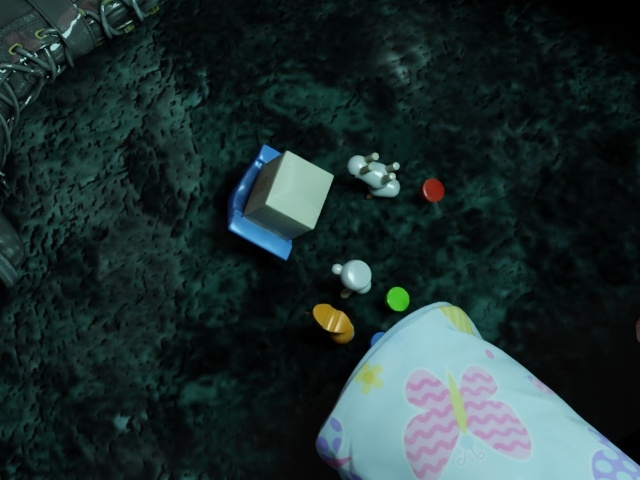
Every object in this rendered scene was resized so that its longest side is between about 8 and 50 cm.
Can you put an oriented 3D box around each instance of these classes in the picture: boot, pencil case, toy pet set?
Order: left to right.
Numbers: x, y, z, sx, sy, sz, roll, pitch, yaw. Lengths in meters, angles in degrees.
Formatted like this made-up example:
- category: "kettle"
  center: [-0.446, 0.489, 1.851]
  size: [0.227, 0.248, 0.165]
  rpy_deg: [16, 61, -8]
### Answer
- category: "boot"
  center: [-0.195, -0.115, 0.971]
  size: [0.229, 0.091, 0.263]
  rpy_deg: [-35, 61, -11]
- category: "toy pet set"
  center: [0.000, 0.000, 0.917]
  size: [0.114, 0.065, 0.122]
  rpy_deg: [28, 67, -18]
- category: "pencil case"
  center: [0.128, 0.149, 0.779]
  size: [0.273, 0.113, 0.124]
  rpy_deg: [38, 64, 23]

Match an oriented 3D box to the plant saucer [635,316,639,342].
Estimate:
- category: "plant saucer"
  center: [0.333, 0.070, 0.723]
  size: [0.258, 0.047, 0.259]
  rpy_deg: [-28, 62, -8]
